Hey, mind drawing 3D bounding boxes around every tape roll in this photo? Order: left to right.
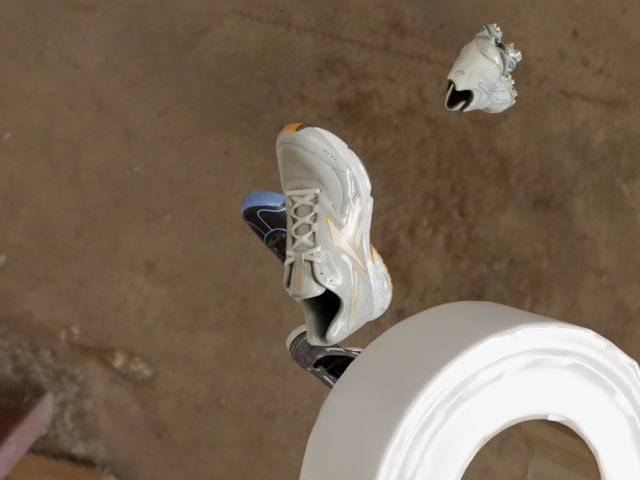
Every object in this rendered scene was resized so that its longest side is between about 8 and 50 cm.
[{"bbox_3d":[0.129,0.190,1.044,0.100,0.286,0.286,13,135,60],"label":"tape roll"}]

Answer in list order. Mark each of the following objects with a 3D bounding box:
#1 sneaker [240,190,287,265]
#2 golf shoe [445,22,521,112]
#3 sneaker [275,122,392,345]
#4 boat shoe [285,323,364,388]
[{"bbox_3d":[-0.019,0.019,1.967,0.232,0.090,0.081,32,134,-17],"label":"sneaker"},{"bbox_3d":[0.164,-0.169,1.489,0.069,0.086,0.176,48,175,17],"label":"golf shoe"},{"bbox_3d":[0.000,0.000,1.531,0.099,0.121,0.262,0,120,38],"label":"sneaker"},{"bbox_3d":[0.031,0.184,1.938,0.075,0.065,0.206,-48,135,7],"label":"boat shoe"}]
